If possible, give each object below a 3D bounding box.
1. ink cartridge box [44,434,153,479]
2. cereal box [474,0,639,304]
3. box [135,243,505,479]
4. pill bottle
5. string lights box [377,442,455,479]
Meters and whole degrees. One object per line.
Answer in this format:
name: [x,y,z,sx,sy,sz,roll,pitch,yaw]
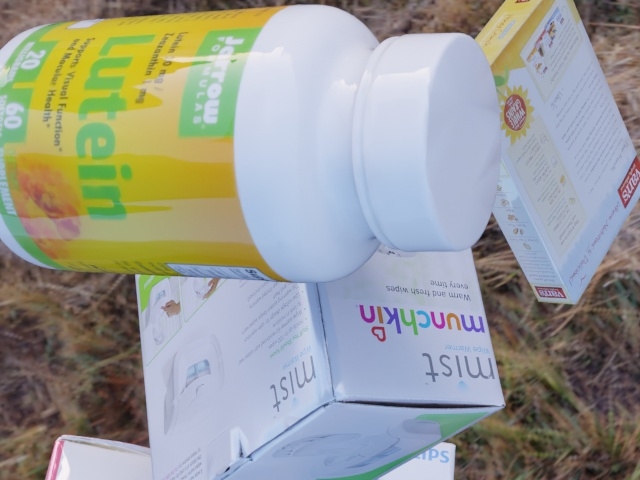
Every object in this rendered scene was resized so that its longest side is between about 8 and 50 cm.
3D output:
ink cartridge box: [-0.192,0.318,0.948,0.117,0.207,0.283,12,141,-10]
cereal box: [0.202,-0.086,1.038,0.047,0.173,0.240,2,133,44]
box: [-0.022,0.047,0.785,0.262,0.126,0.231,-44,48,49]
pill bottle: [-0.041,-0.048,0.595,0.245,0.136,0.136,2,100,27]
string lights box: [0.063,0.317,1.048,0.076,0.133,0.260,9,66,-6]
